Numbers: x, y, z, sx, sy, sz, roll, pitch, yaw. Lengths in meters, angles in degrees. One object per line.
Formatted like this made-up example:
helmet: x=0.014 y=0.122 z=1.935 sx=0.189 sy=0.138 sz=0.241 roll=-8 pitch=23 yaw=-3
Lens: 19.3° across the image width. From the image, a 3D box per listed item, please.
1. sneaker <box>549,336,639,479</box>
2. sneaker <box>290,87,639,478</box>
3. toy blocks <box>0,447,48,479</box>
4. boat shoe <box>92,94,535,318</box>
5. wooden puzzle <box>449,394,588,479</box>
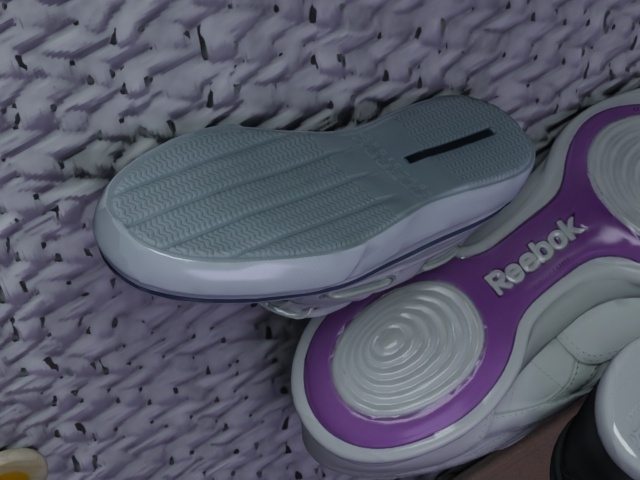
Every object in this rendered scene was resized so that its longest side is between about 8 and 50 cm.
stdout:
sneaker: x=0.246 y=0.123 z=0.904 sx=0.295 sy=0.104 sz=0.147 roll=17 pitch=160 yaw=-10
sneaker: x=0.116 y=0.022 z=0.936 sx=0.305 sy=0.114 sz=0.152 roll=-26 pitch=163 yaw=-12
toy blocks: x=-0.112 y=0.182 z=0.840 sx=0.054 sy=0.148 sz=0.123 roll=-24 pitch=147 yaw=-22
boat shoe: x=0.000 y=0.000 z=0.773 sx=0.226 sy=0.083 sz=0.076 roll=-11 pitch=140 yaw=-40
wooden puzzle: x=0.206 y=0.142 z=1.180 sx=0.238 sy=0.044 sz=0.221 roll=-39 pitch=135 yaw=17
